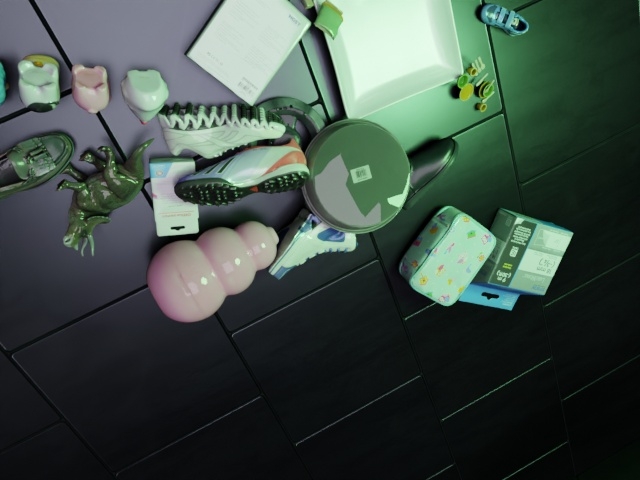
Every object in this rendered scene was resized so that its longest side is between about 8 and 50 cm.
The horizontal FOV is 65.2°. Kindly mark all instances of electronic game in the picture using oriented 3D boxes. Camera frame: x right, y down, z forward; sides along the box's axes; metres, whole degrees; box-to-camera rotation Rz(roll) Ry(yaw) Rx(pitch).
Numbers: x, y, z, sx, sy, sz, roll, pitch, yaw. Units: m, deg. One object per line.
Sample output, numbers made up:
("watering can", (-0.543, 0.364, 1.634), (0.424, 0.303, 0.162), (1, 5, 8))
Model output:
("electronic game", (-0.091, -0.244, 1.267), (0.229, 0.048, 0.229), (-3, 108, -10))

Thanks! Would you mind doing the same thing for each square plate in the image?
("square plate", (0.170, -0.521, 1.245), (0.344, 0.049, 0.347), (-24, 117, -9))

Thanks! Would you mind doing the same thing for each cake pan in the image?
("cake pan", (0.097, -0.161, 1.256), (0.293, 0.054, 0.293), (-1, 94, -12))

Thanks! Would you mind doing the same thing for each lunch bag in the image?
("lunch bag", (0.384, 0.054, 1.517), (0.224, 0.108, 0.279), (28, 102, -31))

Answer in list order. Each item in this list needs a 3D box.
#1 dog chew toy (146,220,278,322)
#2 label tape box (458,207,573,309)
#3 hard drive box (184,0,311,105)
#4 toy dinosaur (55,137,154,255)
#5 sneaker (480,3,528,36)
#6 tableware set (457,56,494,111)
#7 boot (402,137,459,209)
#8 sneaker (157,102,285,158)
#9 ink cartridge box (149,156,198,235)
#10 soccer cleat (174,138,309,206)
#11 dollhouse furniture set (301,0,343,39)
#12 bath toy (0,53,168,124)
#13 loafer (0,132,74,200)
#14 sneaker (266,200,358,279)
("dog chew toy", (-0.258, 0.061, 1.256), (0.332, 0.206, 0.206), (-29, 118, -13))
("label tape box", (0.629, 0.088, 1.617), (0.241, 0.106, 0.333), (12, 106, -22))
("hard drive box", (-0.165, -0.457, 1.133), (0.181, 0.089, 0.232), (35, 97, -27))
("toy dinosaur", (-0.495, -0.127, 1.159), (0.313, 0.121, 0.160), (-43, 130, -4))
("sneaker", (0.489, -0.585, 1.321), (0.144, 0.059, 0.053), (12, 109, -22))
("tableware set", (0.427, -0.414, 1.364), (0.104, 0.024, 0.154), (-45, 137, 3))
("boot", (0.234, -0.225, 1.359), (0.207, 0.094, 0.246), (34, 103, -31))
("sneaker", (-0.229, -0.256, 1.182), (0.292, 0.110, 0.118), (1, 122, -3))
("ink cartridge box", (-0.357, -0.108, 1.224), (0.104, 0.061, 0.181), (-5, 112, -18))
("soccer cleat", (-0.190, -0.164, 1.197), (0.318, 0.116, 0.108), (-11, 158, -7))
("dollhouse furniture set", (0.000, -0.527, 1.107), (0.152, 0.058, 0.076), (28, 65, -27))
("bath toy", (-0.505, -0.315, 1.057), (0.348, 0.151, 0.129), (0, 149, -22))
("loafer", (-0.665, -0.148, 1.081), (0.267, 0.084, 0.096), (-31, 99, -4))
("sneaker", (0.001, -0.001, 1.354), (0.182, 0.127, 0.315), (38, 94, -25))
